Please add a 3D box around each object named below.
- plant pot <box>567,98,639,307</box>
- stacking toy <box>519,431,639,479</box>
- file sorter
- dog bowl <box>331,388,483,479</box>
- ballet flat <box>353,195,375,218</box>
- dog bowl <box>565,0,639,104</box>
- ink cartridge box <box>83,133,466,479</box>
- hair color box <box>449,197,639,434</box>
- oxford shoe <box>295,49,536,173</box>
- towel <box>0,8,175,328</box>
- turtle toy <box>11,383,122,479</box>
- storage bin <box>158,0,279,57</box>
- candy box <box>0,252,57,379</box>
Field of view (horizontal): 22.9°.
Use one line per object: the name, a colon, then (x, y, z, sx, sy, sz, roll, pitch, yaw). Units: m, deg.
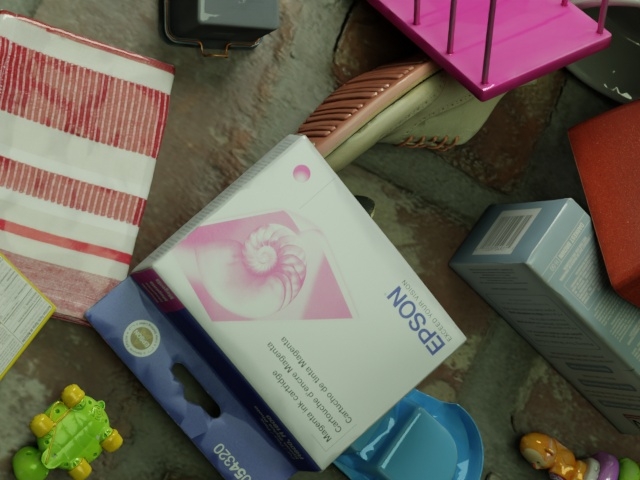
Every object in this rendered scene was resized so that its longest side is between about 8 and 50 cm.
plant pot: (0.506, -0.052, 1.986, 0.267, 0.235, 0.267, 27, 41, -38)
stacking toy: (0.392, 0.344, 2.118, 0.302, 0.175, 0.166, 32, 73, -11)
file sorter: (0.193, -0.347, 1.908, 0.202, 0.291, 0.182, -25, 141, -24)
dog bowl: (0.073, 0.234, 1.989, 0.297, 0.074, 0.166, 43, 72, -20)
ballet flat: (0.000, 0.000, 1.978, 0.173, 0.057, 0.049, -37, 146, -21)
dog bowl: (0.453, -0.267, 2.042, 0.348, 0.349, 0.102, 30, 73, -23)
ink cartridge box: (-0.048, 0.101, 1.851, 0.330, 0.071, 0.324, -42, 103, -10)
hair color box: (0.366, 0.109, 2.073, 0.374, 0.185, 0.114, 44, 71, -20)
oxford shoe: (0.130, -0.164, 1.988, 0.397, 0.140, 0.146, -34, 110, -21)
towel: (-0.307, -0.079, 1.824, 0.237, 0.037, 0.329, 17, 82, -26)
turtle toy: (-0.297, 0.228, 1.808, 0.130, 0.066, 0.095, -43, 107, -20)
storage bin: (-0.115, -0.271, 1.891, 0.135, 0.091, 0.098, 1, 89, -26)
candy box: (-0.382, 0.112, 1.715, 0.105, 0.027, 0.206, 50, 52, -21)
